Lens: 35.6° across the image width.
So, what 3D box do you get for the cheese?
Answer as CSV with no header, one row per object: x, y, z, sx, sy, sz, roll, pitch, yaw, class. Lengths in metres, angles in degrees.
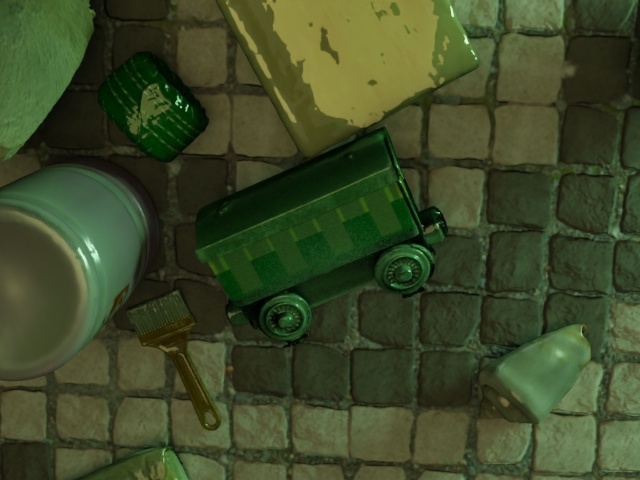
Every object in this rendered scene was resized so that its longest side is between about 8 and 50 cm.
0.023,-0.270,1.194,0.242,0.124,0.266,-28,100,5,cheese

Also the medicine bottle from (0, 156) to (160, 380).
-0.319,0.021,1.181,0.202,0.316,0.202,1,103,5,medicine bottle

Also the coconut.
-0.437,-0.250,1.118,0.360,0.346,0.347,6,106,38,coconut

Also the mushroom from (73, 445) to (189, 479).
-0.330,0.381,1.384,0.312,0.081,0.100,-27,103,5,mushroom

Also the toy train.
0.000,0.000,1.231,0.300,0.120,0.202,-23,120,9,toy train

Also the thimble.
-0.205,-0.163,1.236,0.090,0.118,0.130,-42,124,7,thimble

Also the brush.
-0.186,0.170,1.361,0.083,0.011,0.205,-23,101,8,brush

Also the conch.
0.279,0.179,1.310,0.176,0.094,0.104,-40,84,-16,conch
